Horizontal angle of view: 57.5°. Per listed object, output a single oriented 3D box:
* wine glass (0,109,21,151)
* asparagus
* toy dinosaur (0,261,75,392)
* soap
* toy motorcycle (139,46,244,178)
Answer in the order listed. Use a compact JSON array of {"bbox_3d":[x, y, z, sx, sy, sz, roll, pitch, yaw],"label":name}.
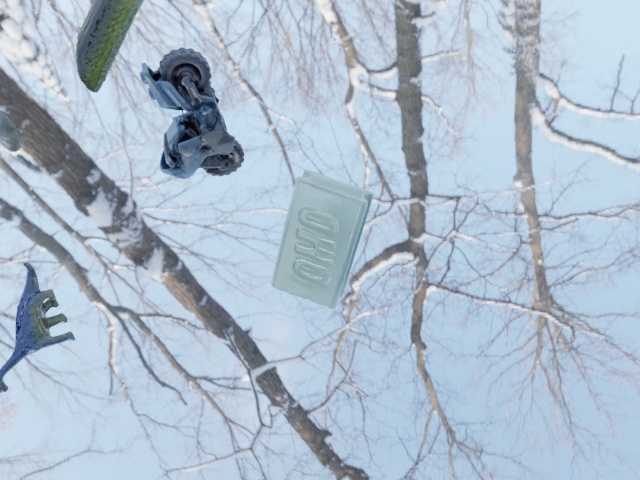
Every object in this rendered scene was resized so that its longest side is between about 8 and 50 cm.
[{"bbox_3d":[-0.583,-0.146,0.918,0.079,0.079,0.195,18,-145,28],"label":"wine glass"},{"bbox_3d":[-0.558,-0.587,1.548,0.129,0.108,0.381,32,-76,1],"label":"asparagus"},{"bbox_3d":[-0.628,0.177,1.208,0.188,0.247,0.075,-26,-155,-28],"label":"toy dinosaur"},{"bbox_3d":[0.000,0.000,1.258,0.160,0.265,0.087,20,-154,8],"label":"soap"},{"bbox_3d":[-0.352,-0.300,1.531,0.232,0.416,0.172,-20,-127,-3],"label":"toy motorcycle"}]
